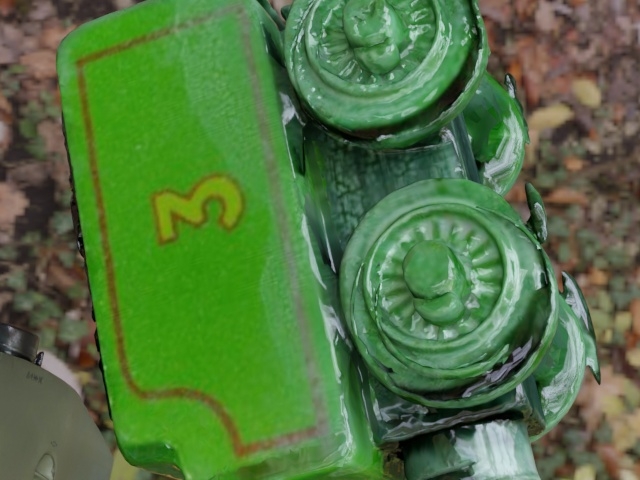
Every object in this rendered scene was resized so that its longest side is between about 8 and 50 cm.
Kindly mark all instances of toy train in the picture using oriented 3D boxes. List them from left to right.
[{"bbox_3d":[0.000,0.000,0.556,0.132,0.188,0.243,42,31,-65],"label":"toy train"}]

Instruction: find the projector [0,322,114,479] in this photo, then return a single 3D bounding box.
[{"bbox_3d":[-0.190,0.131,0.649,0.269,0.088,0.194,50,50,-68],"label":"projector"}]
